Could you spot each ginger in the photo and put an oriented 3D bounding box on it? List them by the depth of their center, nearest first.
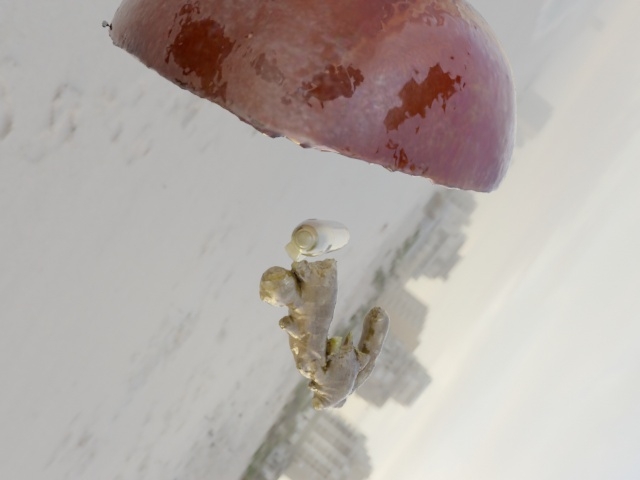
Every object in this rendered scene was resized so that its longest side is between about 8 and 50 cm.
[{"bbox_3d":[0.009,0.103,1.120,0.193,0.052,0.176,1,99,-40],"label":"ginger"}]

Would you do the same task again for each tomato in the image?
[{"bbox_3d":[0.013,-0.162,0.803,0.143,0.338,0.338,-66,173,15],"label":"tomato"}]

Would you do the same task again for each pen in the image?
[{"bbox_3d":[0.000,0.000,0.927,0.040,0.032,0.233,-40,175,6],"label":"pen"}]
